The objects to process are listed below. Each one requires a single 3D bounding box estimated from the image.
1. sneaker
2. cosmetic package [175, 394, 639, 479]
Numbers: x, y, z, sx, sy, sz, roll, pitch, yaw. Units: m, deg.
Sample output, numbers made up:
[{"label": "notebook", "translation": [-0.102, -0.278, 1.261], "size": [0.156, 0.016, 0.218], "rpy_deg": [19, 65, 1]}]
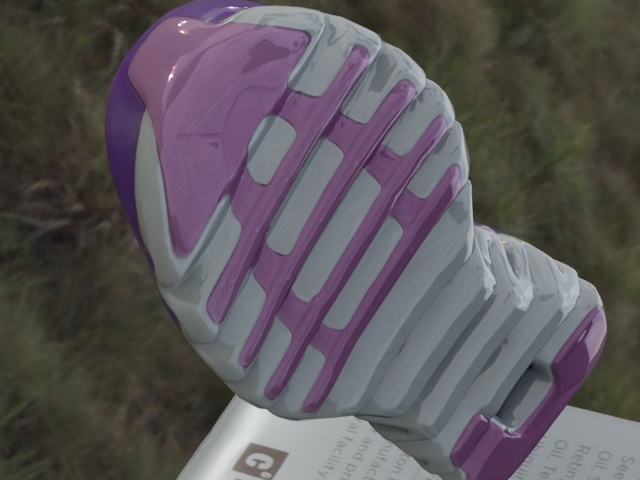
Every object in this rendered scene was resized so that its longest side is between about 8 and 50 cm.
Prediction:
[{"label": "sneaker", "translation": [0.000, 0.000, 0.430], "size": [0.104, 0.095, 0.236], "rpy_deg": [36, -3, 36]}, {"label": "cosmetic package", "translation": [0.160, 0.213, 0.537], "size": [0.161, 0.453, 0.230], "rpy_deg": [-54, 144, -41]}]
